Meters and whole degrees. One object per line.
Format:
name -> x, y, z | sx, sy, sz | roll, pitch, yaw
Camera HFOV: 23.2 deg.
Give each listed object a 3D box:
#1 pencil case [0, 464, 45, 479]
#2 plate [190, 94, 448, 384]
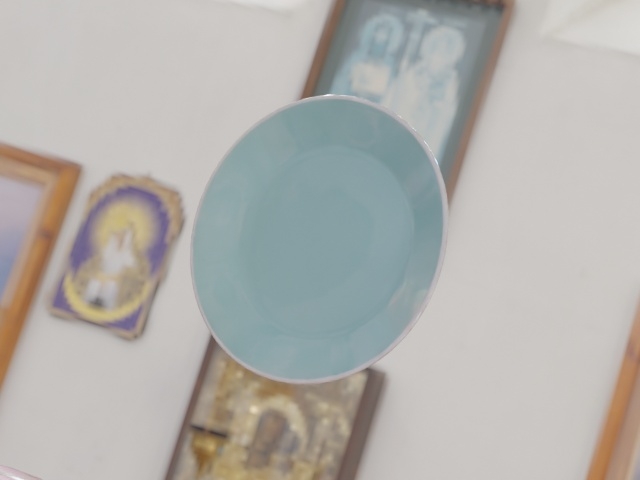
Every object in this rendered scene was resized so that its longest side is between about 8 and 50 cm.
pencil case -> -0.133, 0.193, 0.655 | 0.386, 0.167, 0.160 | 10, 22, 41
plate -> 0.000, 0.000, 0.994 | 0.188, 0.188, 0.024 | 11, -6, 31
